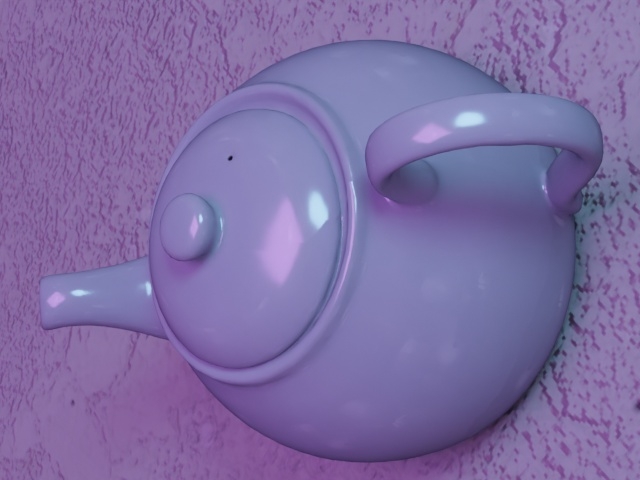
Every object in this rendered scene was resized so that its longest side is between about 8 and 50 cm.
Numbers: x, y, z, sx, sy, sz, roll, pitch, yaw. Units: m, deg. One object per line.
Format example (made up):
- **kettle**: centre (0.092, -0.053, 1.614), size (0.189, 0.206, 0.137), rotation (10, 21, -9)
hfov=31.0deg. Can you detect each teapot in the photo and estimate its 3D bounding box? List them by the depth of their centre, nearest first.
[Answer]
- **teapot**: centre (0.000, 0.000, 0.612), size (0.252, 0.187, 0.256), rotation (39, 109, 39)
